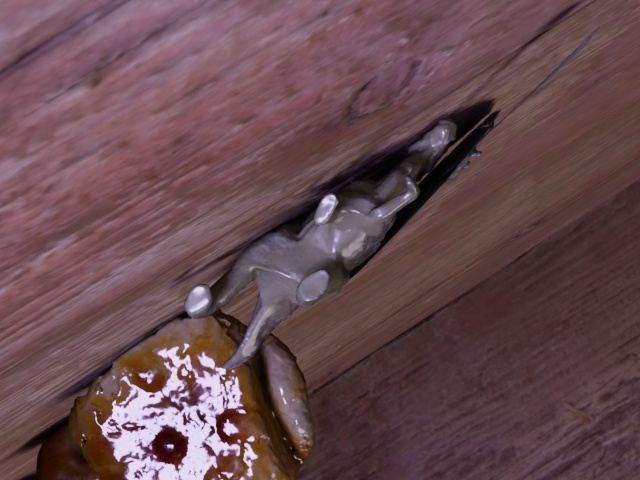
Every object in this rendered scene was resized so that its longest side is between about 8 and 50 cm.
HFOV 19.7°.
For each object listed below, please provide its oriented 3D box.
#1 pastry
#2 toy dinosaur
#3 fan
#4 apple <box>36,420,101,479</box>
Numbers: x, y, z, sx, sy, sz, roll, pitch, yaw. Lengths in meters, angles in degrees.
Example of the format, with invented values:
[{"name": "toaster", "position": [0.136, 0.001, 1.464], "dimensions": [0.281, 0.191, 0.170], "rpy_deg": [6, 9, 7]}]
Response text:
[{"name": "pastry", "position": [-0.122, 0.172, 1.724], "dimensions": [0.229, 0.218, 0.100], "rpy_deg": [2, -176, 13]}, {"name": "toy dinosaur", "position": [0.006, 0.005, 1.566], "dimensions": [0.294, 0.077, 0.162], "rpy_deg": [-35, 174, 10]}, {"name": "fan", "position": [0.123, -0.066, 1.609], "dimensions": [0.233, 0.012, 0.414], "rpy_deg": [-51, -176, -37]}, {"name": "apple", "position": [-0.235, 0.236, 1.907], "dimensions": [0.126, 0.126, 0.102], "rpy_deg": [-32, 139, -13]}]
